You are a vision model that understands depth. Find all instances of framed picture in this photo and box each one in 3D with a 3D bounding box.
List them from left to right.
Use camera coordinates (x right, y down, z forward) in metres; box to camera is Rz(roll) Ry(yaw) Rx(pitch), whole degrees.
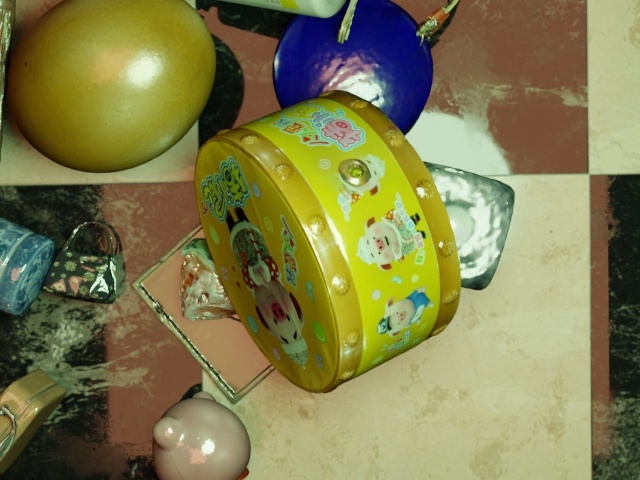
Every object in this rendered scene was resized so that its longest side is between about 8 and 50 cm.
[{"bbox_3d":[-0.163,0.114,1.688,0.209,0.019,0.281,-40,89,3],"label":"framed picture"}]

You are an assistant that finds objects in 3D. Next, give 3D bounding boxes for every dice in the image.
[{"bbox_3d":[0.203,-0.025,1.584,0.182,0.183,0.181,17,91,2],"label":"dice"}]

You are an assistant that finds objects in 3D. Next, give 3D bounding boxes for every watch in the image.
[{"bbox_3d":[0.139,-0.400,1.560,0.165,0.102,0.268,25,71,-9],"label":"watch"}]

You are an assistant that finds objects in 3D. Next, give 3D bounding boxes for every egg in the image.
[{"bbox_3d":[-0.328,-0.255,1.550,0.351,0.282,0.282,-28,90,19],"label":"egg"}]

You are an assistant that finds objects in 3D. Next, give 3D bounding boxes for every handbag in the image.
[{"bbox_3d":[-0.523,0.313,1.648,0.072,0.151,0.193,41,92,3],"label":"handbag"},{"bbox_3d":[-0.402,0.034,1.675,0.115,0.072,0.139,11,88,4],"label":"handbag"}]

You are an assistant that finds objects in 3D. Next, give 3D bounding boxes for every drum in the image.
[{"bbox_3d":[0.000,0.000,1.454,0.214,0.431,0.431,-25,90,-23],"label":"drum"}]

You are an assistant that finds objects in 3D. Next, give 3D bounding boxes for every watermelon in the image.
[{"bbox_3d":[-0.176,0.089,1.647,0.187,0.071,0.139,42,97,1],"label":"watermelon"}]

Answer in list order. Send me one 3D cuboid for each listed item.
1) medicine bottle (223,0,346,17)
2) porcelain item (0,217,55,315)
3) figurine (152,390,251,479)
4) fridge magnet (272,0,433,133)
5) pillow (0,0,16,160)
[{"bbox_3d":[-0.123,-0.480,1.549,0.340,0.208,0.208,14,92,18],"label":"medicine bottle"},{"bbox_3d":[-0.522,0.046,1.643,0.114,0.147,0.147,23,93,0],"label":"porcelain item"},{"bbox_3d":[-0.200,0.343,1.622,0.173,0.173,0.173,0,92,3],"label":"figurine"},{"bbox_3d":[0.053,-0.278,1.617,0.266,0.112,0.265,0,91,1],"label":"fridge magnet"},{"bbox_3d":[-0.624,-0.276,1.612,0.305,0.108,0.307,11,98,30],"label":"pillow"}]
